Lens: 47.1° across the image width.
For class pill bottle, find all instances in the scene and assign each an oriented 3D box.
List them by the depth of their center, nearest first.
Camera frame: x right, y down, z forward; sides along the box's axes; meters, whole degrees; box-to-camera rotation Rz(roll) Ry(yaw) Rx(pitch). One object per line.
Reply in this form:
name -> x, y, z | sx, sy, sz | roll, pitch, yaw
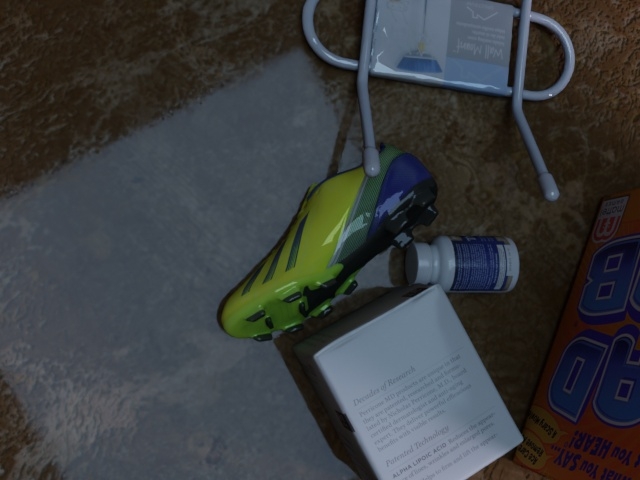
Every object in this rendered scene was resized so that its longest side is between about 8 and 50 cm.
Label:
pill bottle -> 0.162, 0.028, 0.851 | 0.120, 0.067, 0.067 | 1, 85, -12

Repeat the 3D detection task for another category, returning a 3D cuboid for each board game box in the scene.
board game box -> 0.487, 0.159, 0.757 | 0.356, 0.356, 0.357 | 24, 81, -9

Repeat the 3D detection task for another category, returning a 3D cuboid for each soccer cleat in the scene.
soccer cleat -> 0.001, 0.000, 0.826 | 0.289, 0.093, 0.121 | -37, 63, -8

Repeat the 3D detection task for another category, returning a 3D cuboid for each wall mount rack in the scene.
wall mount rack -> 0.153, -0.199, 0.837 | 0.349, 0.130, 0.304 | 7, 84, -10

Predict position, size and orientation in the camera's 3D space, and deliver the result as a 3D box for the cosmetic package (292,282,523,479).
cosmetic package -> 0.084, 0.159, 0.782 | 0.151, 0.151, 0.184 | -29, 90, -12
